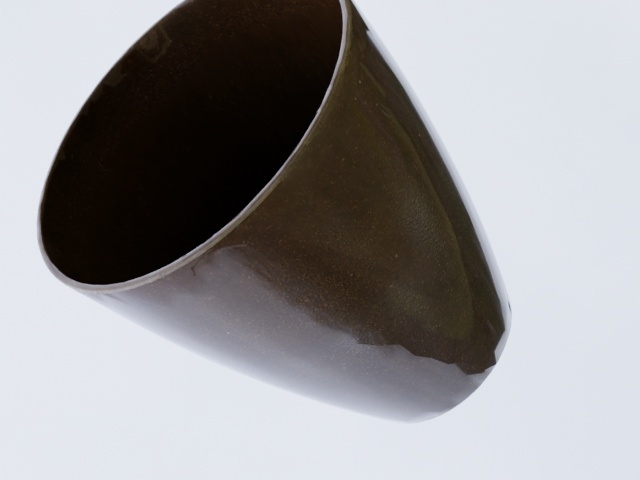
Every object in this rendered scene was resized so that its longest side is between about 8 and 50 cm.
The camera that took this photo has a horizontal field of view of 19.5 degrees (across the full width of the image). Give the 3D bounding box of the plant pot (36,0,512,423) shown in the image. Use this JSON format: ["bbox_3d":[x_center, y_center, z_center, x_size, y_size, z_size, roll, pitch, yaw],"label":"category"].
[{"bbox_3d":[0.000,0.000,1.033,0.230,0.215,0.215,42,-140,-34],"label":"plant pot"}]
